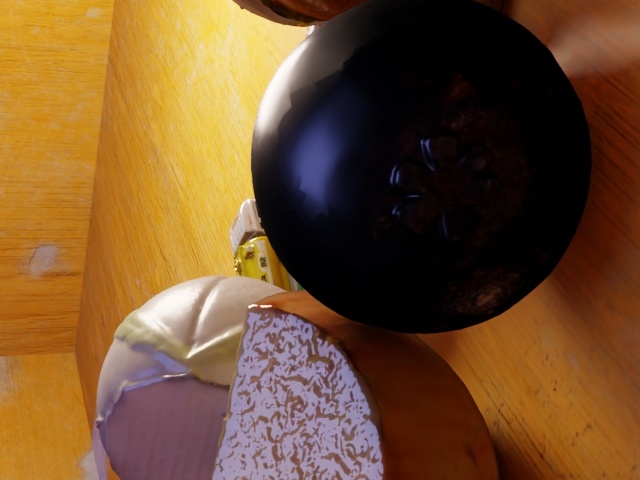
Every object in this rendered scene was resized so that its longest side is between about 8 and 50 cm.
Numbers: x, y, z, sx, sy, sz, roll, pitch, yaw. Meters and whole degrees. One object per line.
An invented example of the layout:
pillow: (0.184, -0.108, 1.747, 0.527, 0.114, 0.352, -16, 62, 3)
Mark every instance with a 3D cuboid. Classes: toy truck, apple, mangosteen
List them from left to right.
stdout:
toy truck: (-0.071, 0.042, 1.410, 0.098, 0.114, 0.227, 122, 142, -51)
apple: (0.046, 0.210, 0.937, 0.252, 0.309, 0.314, -43, 59, 20)
mangosteen: (0.072, -0.072, 0.844, 0.313, 0.297, 0.297, 36, 123, 53)

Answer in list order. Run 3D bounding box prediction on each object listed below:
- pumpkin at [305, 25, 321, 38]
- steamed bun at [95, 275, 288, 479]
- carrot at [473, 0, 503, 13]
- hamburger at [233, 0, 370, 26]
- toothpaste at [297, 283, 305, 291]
pumpkin: (-0.007, -0.290, 1.372, 0.050, 0.028, 0.083, -172, 87, -69)
steamed bun: (-0.104, 0.168, 1.149, 0.309, 0.309, 0.309, 180, 90, -67)
carrot: (0.159, -0.320, 0.929, 0.070, 0.070, 0.260, -140, 54, -61)
hamburger: (-0.012, -0.373, 1.081, 0.225, 0.291, 0.291, 23, 111, 60)
toothpaste: (0.000, 0.000, 1.289, 0.061, 0.098, 0.392, 1, 92, 29)
